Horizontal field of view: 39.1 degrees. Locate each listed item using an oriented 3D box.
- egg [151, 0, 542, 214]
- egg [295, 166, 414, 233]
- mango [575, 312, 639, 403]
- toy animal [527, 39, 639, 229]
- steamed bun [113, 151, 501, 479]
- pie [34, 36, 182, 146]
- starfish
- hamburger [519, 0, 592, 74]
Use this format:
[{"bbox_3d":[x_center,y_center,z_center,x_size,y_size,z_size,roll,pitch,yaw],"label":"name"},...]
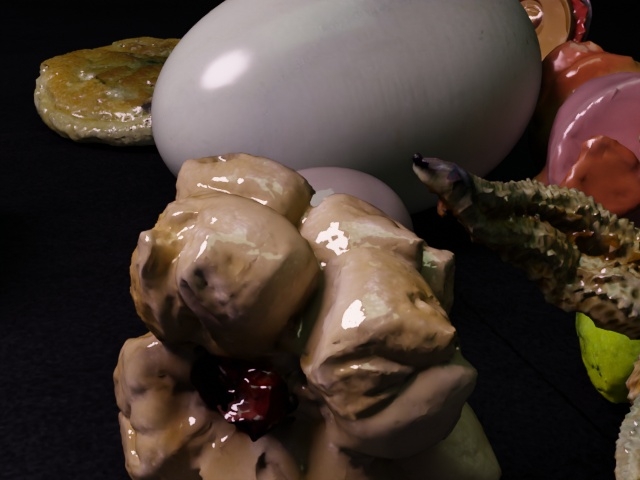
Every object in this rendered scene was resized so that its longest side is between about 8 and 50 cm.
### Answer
[{"bbox_3d":[0.030,-0.126,0.766,0.371,0.230,0.230,-19,33,-31],"label":"egg"},{"bbox_3d":[0.000,0.000,0.628,0.135,0.103,0.103,-6,26,-19],"label":"egg"},{"bbox_3d":[0.259,0.033,0.580,0.233,0.125,0.111,-32,-4,-18],"label":"mango"},{"bbox_3d":[0.267,-0.086,0.800,0.195,0.169,0.281,-28,23,11],"label":"toy animal"},{"bbox_3d":[-0.013,0.072,0.403,0.192,0.177,0.106,26,39,15],"label":"steamed bun"},{"bbox_3d":[-0.190,-0.176,1.025,0.277,0.078,0.277,2,23,-1],"label":"pie"},{"bbox_3d":[0.218,0.054,0.456,0.347,0.078,0.358,-22,72,-39],"label":"starfish"},{"bbox_3d":[0.329,-0.327,1.353,0.175,0.175,0.137,20,22,32],"label":"hamburger"}]
